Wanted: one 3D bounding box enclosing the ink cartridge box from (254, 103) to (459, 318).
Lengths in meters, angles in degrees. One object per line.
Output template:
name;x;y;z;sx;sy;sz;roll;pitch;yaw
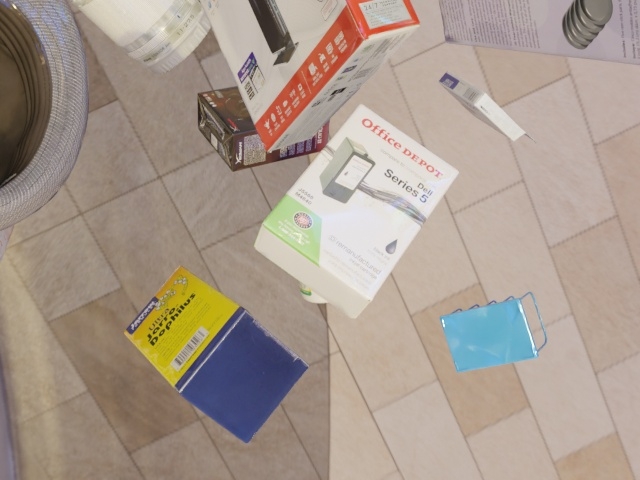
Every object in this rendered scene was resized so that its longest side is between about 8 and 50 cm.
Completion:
ink cartridge box;0.058;-0.049;1.216;0.198;0.115;0.273;35;66;3

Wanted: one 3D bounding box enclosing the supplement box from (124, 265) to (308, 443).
supplement box;-0.221;0.217;1.571;0.195;0.356;0.194;-51;121;-10

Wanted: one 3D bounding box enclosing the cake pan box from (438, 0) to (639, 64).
cake pan box;0.187;-0.288;0.650;0.070;0.246;0.267;-36;124;-27

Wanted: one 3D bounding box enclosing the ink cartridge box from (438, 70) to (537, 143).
ink cartridge box;0.432;-0.334;2.015;0.224;0.223;0.045;34;102;-28

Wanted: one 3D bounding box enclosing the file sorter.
file sorter;0.348;0.178;1.542;0.170;0.104;0.118;-18;91;34

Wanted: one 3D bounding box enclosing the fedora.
fedora;-0.322;-0.113;0.621;0.244;0.124;0.275;15;61;-37

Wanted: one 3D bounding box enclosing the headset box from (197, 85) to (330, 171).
headset box;-0.130;-0.298;1.924;0.293;0.218;0.110;-15;134;-25

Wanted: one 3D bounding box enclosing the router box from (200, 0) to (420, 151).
router box;-0.043;-0.314;0.985;0.082;0.335;0.301;-21;84;-26

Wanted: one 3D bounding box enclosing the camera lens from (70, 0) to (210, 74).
camera lens;-0.403;-0.538;1.732;0.219;0.219;0.274;-44;123;5

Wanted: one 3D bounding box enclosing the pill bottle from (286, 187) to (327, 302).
pill bottle;0.000;0.000;1.434;0.117;0.117;0.208;-14;109;-4

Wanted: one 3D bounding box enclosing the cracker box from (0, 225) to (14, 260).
cracker box;-0.517;0.014;1.056;0.156;0.232;0.067;-21;112;-8
